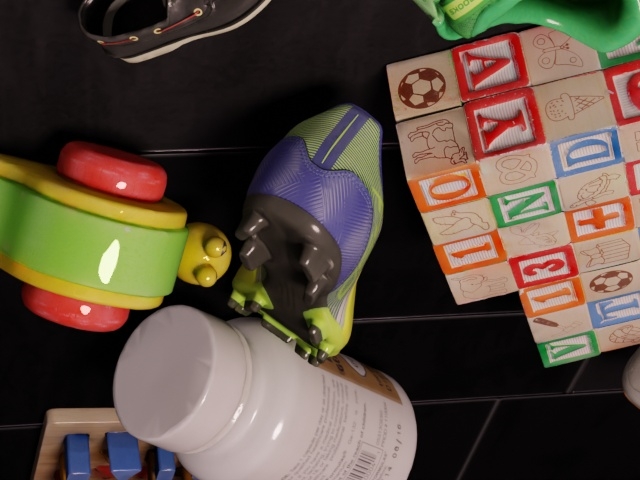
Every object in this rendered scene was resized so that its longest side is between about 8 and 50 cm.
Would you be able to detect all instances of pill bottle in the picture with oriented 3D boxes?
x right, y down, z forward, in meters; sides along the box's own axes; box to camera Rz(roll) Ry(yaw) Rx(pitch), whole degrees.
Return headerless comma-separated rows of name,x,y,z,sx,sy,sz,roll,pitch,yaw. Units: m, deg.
pill bottle,-0.042,0.131,1.291,0.131,0.131,0.229,-29,144,29

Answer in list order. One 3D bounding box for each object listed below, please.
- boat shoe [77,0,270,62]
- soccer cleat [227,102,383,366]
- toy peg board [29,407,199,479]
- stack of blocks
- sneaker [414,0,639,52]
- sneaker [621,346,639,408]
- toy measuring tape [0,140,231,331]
boat shoe,-0.073,-0.136,0.923,0.133,0.049,0.042,-21,155,28
soccer cleat,0.001,0.000,1.128,0.093,0.121,0.289,32,163,7
toy peg board,-0.159,0.212,1.446,0.161,0.079,0.161,0,148,-16
stack of blocks,0.162,-0.022,1.134,0.171,0.087,0.297,-14,149,9
sneaker,0.063,-0.171,0.826,0.295,0.123,0.109,13,139,-34
sneaker,0.319,0.039,1.288,0.121,0.099,0.262,28,126,-35
toy measuring tape,-0.192,-0.013,1.023,0.330,0.121,0.121,12,143,-32
